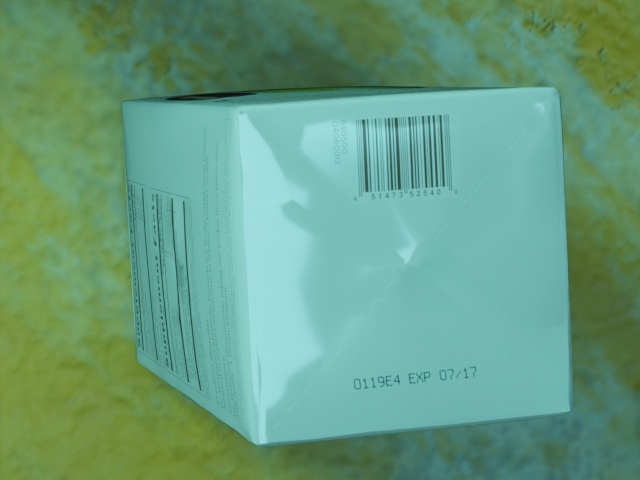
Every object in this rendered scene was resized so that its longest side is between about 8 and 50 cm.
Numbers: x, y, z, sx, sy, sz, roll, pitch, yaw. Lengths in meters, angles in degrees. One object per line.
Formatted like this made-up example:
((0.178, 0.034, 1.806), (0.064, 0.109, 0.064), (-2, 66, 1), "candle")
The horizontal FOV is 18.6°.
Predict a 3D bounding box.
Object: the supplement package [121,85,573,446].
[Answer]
((0.000, 0.000, 0.869), (0.139, 0.244, 0.133), (-4, 96, -17), "supplement package")
